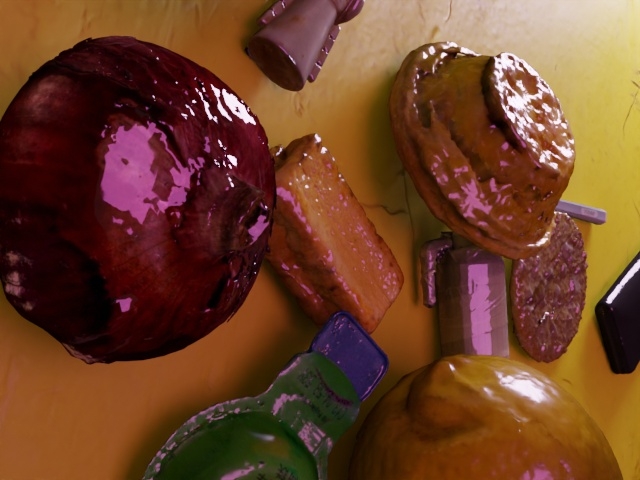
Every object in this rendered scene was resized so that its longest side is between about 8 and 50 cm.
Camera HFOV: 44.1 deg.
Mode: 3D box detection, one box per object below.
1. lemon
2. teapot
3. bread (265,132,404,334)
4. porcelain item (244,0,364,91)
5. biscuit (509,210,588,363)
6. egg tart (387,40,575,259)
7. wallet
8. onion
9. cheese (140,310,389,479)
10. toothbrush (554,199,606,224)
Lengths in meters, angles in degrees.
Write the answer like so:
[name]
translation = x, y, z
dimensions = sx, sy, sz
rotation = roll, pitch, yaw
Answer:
[lemon]
translation = 0.167, 0.265, 0.811
dimensions = 0.297, 0.297, 0.297
rotation = 3, 85, -41
[teapot]
translation = 0.171, 0.085, 0.962
dimensions = 0.107, 0.077, 0.200
rotation = -2, 89, -21
[bread]
translation = 0.000, 0.000, 0.805
dimensions = 0.114, 0.083, 0.211
rotation = -49, 118, -38
[porcelain item]
translation = 0.002, -0.258, 0.842
dimensions = 0.084, 0.054, 0.213
rotation = 49, 59, -32
[biscuit]
translation = 0.323, 0.063, 1.116
dimensions = 0.220, 0.033, 0.220
rotation = -3, 95, -46
[egg tart]
translation = 0.208, -0.122, 0.927
dimensions = 0.294, 0.123, 0.294
rotation = 21, 54, -32
[wallet]
translation = 0.531, 0.101, 1.299
dimensions = 0.250, 0.044, 0.149
rotation = -36, 114, -37
[onion]
translation = -0.128, -0.030, 0.605
dimensions = 0.252, 0.219, 0.252
rotation = -8, 101, -46
[cheese]
translation = -0.049, 0.210, 0.734
dimensions = 0.320, 0.083, 0.204
rotation = -51, 119, -20
[toothbrush]
translation = 0.315, -0.057, 1.124
dimensions = 0.342, 0.030, 0.025
rotation = 10, 85, -43
